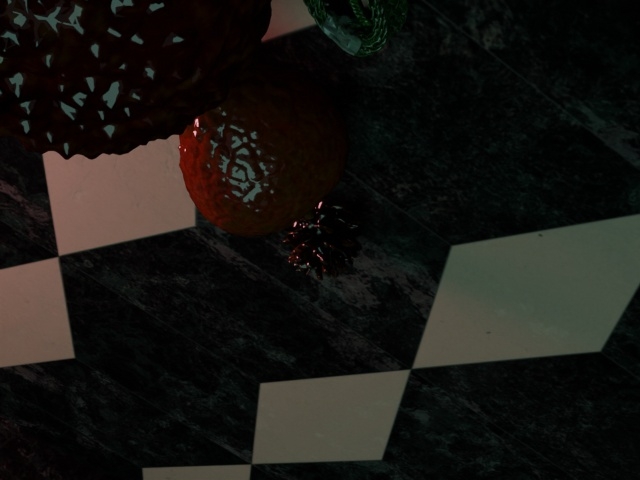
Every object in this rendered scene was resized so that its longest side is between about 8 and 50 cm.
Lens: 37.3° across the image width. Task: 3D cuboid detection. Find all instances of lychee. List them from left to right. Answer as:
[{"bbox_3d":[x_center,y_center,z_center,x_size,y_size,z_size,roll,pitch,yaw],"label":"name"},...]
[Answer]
[{"bbox_3d":[-0.248,-0.325,1.113,0.500,0.424,0.424,-41,116,5],"label":"lychee"},{"bbox_3d":[-0.080,-0.121,1.369,0.255,0.255,0.300,-19,128,38],"label":"lychee"}]

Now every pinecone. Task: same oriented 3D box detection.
[{"bbox_3d":[0.001,0.001,1.548,0.140,0.120,0.140,18,161,7],"label":"pinecone"}]

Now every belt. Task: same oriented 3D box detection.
[{"bbox_3d":[0.050,-0.317,1.223,0.121,0.079,0.151,-12,118,47],"label":"belt"}]
